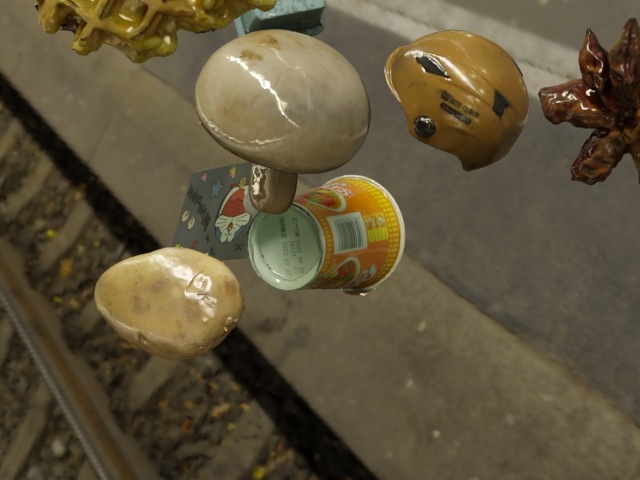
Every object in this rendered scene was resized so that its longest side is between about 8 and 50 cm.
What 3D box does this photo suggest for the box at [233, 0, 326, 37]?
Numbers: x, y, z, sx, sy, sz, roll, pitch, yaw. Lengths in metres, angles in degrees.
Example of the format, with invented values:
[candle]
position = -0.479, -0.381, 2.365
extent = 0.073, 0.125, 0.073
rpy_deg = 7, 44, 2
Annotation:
[box]
position = -0.082, -0.458, 2.119
extent = 0.130, 0.162, 0.227
rpy_deg = 139, 117, -74

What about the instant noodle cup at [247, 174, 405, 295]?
[instant noodle cup]
position = 0.000, 0.000, 1.628
extent = 0.168, 0.185, 0.169
rpy_deg = 4, 97, 31

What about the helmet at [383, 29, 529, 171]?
[helmet]
position = 0.214, -0.222, 1.777
extent = 0.130, 0.224, 0.198
rpy_deg = -39, 12, 42

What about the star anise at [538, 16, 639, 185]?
[star anise]
position = 0.313, -0.123, 1.236
extent = 0.196, 0.212, 0.111
rpy_deg = -9, 55, 47

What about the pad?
[pad]
position = -0.163, -0.042, 1.951
extent = 0.245, 0.006, 0.170
rpy_deg = -5, 67, 53

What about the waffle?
[waffle]
position = -0.240, -0.420, 1.558
extent = 0.379, 0.382, 0.095
rpy_deg = -17, 21, 11

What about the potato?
[potato]
position = -0.210, 0.093, 1.727
extent = 0.234, 0.128, 0.161
rpy_deg = -13, 69, 23

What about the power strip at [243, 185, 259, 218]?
[power strip]
position = -0.074, -0.061, 1.656
extent = 0.035, 0.055, 0.083
rpy_deg = -34, -21, -43

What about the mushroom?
[mushroom]
position = -0.048, -0.132, 1.435
extent = 0.207, 0.207, 0.215
rpy_deg = -108, 25, -48
